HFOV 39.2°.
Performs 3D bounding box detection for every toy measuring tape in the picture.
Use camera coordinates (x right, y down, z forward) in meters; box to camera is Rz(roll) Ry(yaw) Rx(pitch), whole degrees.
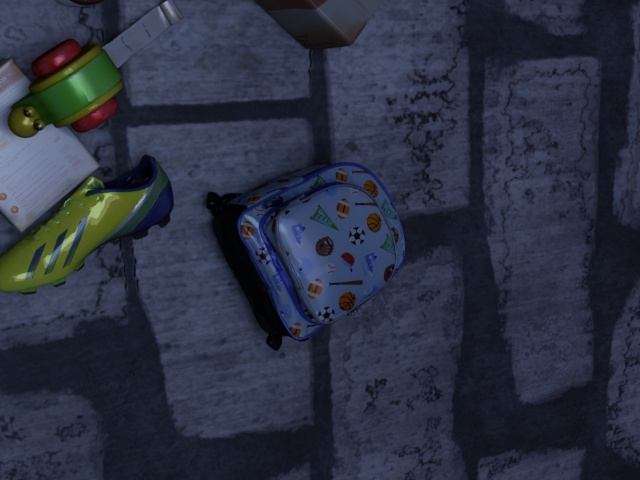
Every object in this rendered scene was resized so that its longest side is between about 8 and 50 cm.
[{"bbox_3d":[-0.279,-0.239,1.197,0.330,0.121,0.121,-46,119,-32],"label":"toy measuring tape"}]

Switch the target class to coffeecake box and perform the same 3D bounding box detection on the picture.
[{"bbox_3d":[-0.417,-0.129,1.213,0.142,0.068,0.185,-44,117,-16],"label":"coffeecake box"}]

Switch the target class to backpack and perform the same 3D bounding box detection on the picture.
[{"bbox_3d":[0.000,0.000,1.402,0.263,0.213,0.277,-34,112,-31],"label":"backpack"}]

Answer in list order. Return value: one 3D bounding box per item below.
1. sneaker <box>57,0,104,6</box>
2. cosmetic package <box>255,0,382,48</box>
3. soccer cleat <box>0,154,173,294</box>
[{"bbox_3d":[-0.377,-0.411,1.152,0.279,0.118,0.107,34,82,-30],"label":"sneaker"},{"bbox_3d":[-0.055,-0.423,1.310,0.296,0.153,0.129,39,79,-28],"label":"cosmetic package"},{"bbox_3d":[-0.338,-0.028,1.256,0.289,0.093,0.121,-31,132,-27],"label":"soccer cleat"}]
